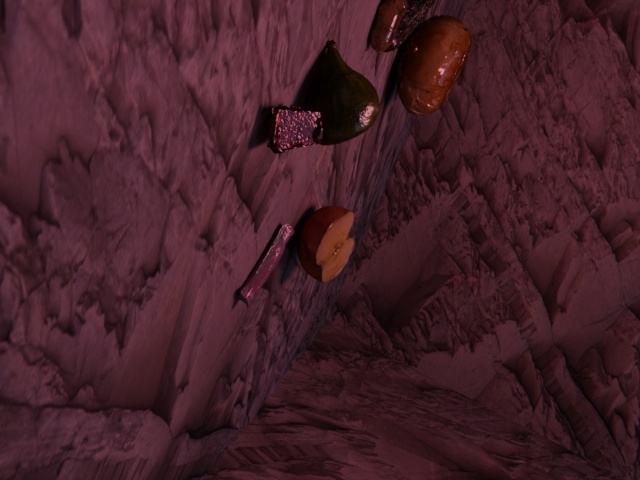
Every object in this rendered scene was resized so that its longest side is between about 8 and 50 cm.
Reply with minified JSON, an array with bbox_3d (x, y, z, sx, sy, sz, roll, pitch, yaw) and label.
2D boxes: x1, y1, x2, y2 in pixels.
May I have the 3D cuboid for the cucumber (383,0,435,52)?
[{"bbox_3d":[0.281,-0.737,1.680,0.359,0.096,0.096,-56,167,-32],"label":"cucumber"}]

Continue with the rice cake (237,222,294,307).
[{"bbox_3d":[-0.161,0.068,1.529,0.290,0.051,0.081,-60,169,-25],"label":"rice cake"}]

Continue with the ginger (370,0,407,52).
[{"bbox_3d":[0.206,-0.665,1.534,0.095,0.068,0.190,-32,147,-63],"label":"ginger"}]

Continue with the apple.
[{"bbox_3d":[0.000,0.000,1.846,0.251,0.163,0.293,-45,147,-33],"label":"apple"}]

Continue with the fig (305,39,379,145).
[{"bbox_3d":[0.034,-0.370,1.273,0.203,0.203,0.235,-52,124,-49],"label":"fig"}]

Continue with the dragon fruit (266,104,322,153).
[{"bbox_3d":[-0.075,-0.256,1.130,0.147,0.096,0.102,-11,122,-38],"label":"dragon fruit"}]

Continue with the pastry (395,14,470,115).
[{"bbox_3d":[0.454,-0.727,2.104,0.410,0.245,0.409,-57,167,-20],"label":"pastry"}]
